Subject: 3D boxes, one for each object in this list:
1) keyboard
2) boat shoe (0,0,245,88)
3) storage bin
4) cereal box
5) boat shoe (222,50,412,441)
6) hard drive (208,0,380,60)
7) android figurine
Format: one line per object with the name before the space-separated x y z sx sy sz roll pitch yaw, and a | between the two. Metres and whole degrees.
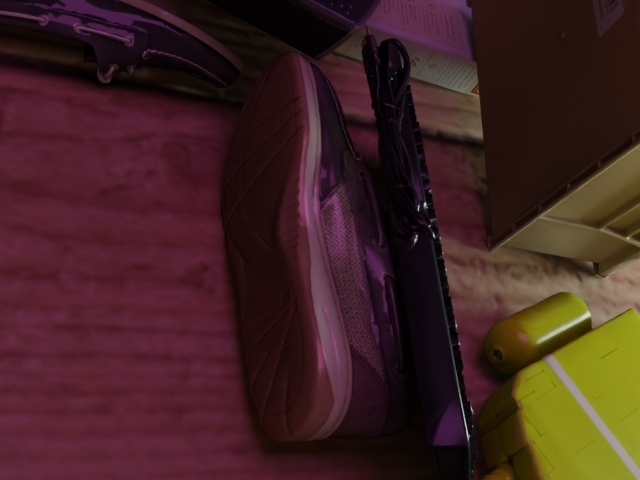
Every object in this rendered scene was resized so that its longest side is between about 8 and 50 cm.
keyboard | 0.062 -0.006 0.618 0.033 0.201 0.317 -11 52 7
boat shoe | -0.155 -0.147 0.696 0.206 0.075 0.064 22 89 -22
storage bin | 0.233 -0.145 0.742 0.123 0.260 0.262 10 64 -20
cereal box | 0.052 -0.232 0.887 0.240 0.047 0.173 15 49 -22
boat shoe | 0.000 0.000 0.632 0.092 0.103 0.285 17 47 -31
hard drive | -0.026 -0.234 0.746 0.172 0.054 0.254 27 36 -7
android figurine | 0.211 0.147 0.665 0.273 0.056 0.248 -21 68 -42
